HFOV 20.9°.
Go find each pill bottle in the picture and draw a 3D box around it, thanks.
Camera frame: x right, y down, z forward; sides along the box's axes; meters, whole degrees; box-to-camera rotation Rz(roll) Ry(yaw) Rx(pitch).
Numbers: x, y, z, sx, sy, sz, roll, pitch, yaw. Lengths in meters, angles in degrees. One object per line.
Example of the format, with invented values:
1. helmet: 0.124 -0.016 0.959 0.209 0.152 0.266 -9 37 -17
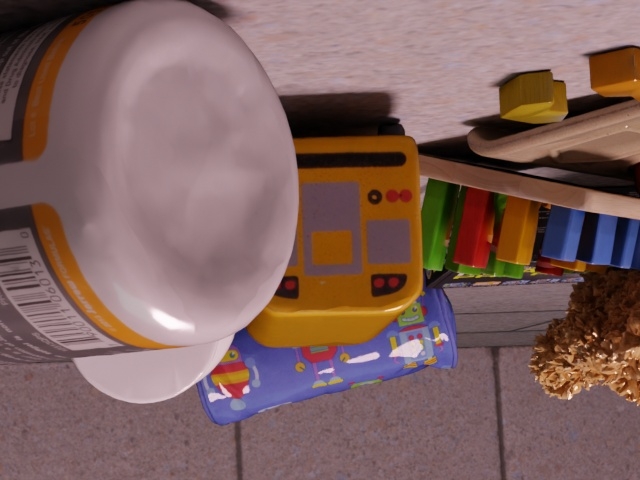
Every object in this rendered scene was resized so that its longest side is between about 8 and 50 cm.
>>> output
1. pill bottle: -0.163 -0.018 0.853 0.278 0.162 0.162 -7 171 35
2. pill bottle: -0.124 0.042 1.251 0.131 0.131 0.229 -3 -172 -3

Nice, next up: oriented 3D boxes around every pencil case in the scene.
1. pencil case: 0.001 0.121 1.960 0.306 0.119 0.133 -14 167 1

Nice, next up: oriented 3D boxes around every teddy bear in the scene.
1. teddy bear: 0.283 0.073 1.364 0.245 0.113 0.338 -6 -179 -11

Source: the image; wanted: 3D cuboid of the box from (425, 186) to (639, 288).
1. box: 0.237 -0.002 1.529 0.270 0.060 0.216 -2 173 -6

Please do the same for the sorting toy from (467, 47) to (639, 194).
1. sorting toy: 0.213 -0.065 1.094 0.229 0.041 0.307 -9 170 40

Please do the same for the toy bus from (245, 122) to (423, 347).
1. toy bus: 0.000 0.000 1.167 0.108 0.130 0.332 -2 173 -3

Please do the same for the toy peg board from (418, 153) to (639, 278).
1. toy peg board: 0.155 -0.005 1.222 0.161 0.079 0.161 15 -174 39
